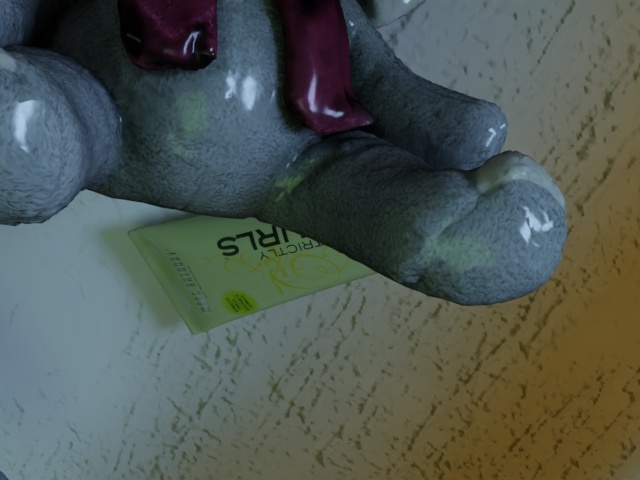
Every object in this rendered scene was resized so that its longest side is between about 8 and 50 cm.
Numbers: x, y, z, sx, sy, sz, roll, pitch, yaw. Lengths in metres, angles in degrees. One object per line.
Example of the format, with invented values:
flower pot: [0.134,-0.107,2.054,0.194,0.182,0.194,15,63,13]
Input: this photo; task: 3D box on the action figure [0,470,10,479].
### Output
action figure: [-0.340,0.037,0.708,0.341,0.178,0.330,15,121,31]

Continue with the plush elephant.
plush elephant: [-0.034,-0.142,0.490,0.272,0.330,0.255,11,100,-17]

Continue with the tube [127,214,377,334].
tube: [0.000,0.000,0.677,0.240,0.062,0.070,-16,79,20]
